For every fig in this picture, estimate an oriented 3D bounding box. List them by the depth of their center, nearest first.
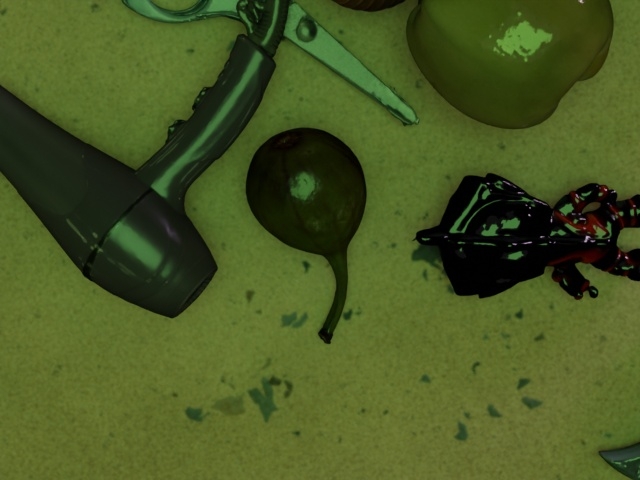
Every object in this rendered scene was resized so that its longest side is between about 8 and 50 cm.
[{"bbox_3d":[0.000,0.000,1.563,0.124,0.124,0.236,-14,113,1],"label":"fig"}]

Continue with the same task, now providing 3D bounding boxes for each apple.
[{"bbox_3d":[0.185,-0.202,1.497,0.200,0.200,0.200,0,97,-1],"label":"apple"}]

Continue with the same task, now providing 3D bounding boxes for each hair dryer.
[{"bbox_3d":[-0.158,-0.135,1.539,0.301,0.121,0.361,41,93,3],"label":"hair dryer"}]

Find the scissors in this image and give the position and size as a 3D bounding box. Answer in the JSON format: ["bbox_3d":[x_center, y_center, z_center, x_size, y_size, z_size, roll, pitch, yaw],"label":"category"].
[{"bbox_3d":[-0.039,-0.233,1.563,0.360,0.029,0.191,39,93,-2],"label":"scissors"}]

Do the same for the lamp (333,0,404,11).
[{"bbox_3d":[0.047,-0.293,1.508,0.136,0.136,0.136,0,97,-1],"label":"lamp"}]

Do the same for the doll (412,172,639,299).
[{"bbox_3d":[0.216,-0.002,1.575,0.248,0.088,0.127,-4,76,-10],"label":"doll"}]

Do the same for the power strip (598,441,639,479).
[{"bbox_3d":[0.395,0.165,1.611,0.137,0.044,0.216,27,96,-4],"label":"power strip"}]
